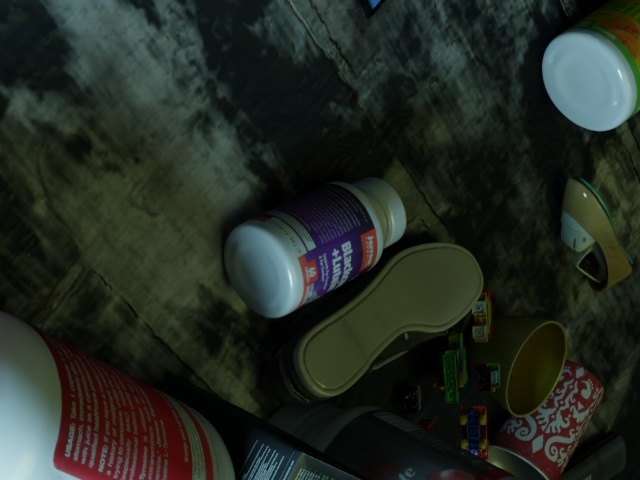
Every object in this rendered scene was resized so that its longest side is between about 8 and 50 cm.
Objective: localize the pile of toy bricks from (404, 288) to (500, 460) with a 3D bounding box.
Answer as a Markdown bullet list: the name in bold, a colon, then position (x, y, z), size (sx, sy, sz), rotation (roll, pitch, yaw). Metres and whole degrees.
- **pile of toy bricks**: position (0.173, 0.166, 2.057), size (0.105, 0.118, 0.212), rotation (-28, 117, -75)

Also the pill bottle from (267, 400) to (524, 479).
- **pill bottle**: position (0.080, 0.291, 1.816), size (0.176, 0.318, 0.176), rotation (-26, 127, -40)

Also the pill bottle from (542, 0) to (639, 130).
- **pill bottle**: position (0.407, -0.251, 2.064), size (0.245, 0.136, 0.136), rotation (-35, 133, -34)

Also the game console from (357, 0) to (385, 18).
- **game console**: position (0.088, -0.304, 1.714), size (0.071, 0.107, 0.122), rotation (45, 71, -21)

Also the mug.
- **mug**: position (0.308, 0.259, 2.271), size (0.113, 0.150, 0.169), rotation (42, 67, -14)

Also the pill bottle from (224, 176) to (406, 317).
- **pill bottle**: position (0.000, 0.000, 1.737), size (0.193, 0.108, 0.108), rotation (-27, 128, -39)

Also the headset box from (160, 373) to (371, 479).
- **headset box**: position (-0.107, 0.297, 1.642), size (0.131, 0.283, 0.246), rotation (31, 83, -37)

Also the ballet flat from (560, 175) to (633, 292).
- **ballet flat**: position (0.370, 0.001, 2.209), size (0.073, 0.080, 0.232), rotation (-43, 138, -4)

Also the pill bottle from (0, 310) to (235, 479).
- **pill bottle**: position (-0.270, 0.194, 1.421), size (0.407, 0.229, 0.229), rotation (37, 80, -52)

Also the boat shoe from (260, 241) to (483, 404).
- **boat shoe**: position (0.058, 0.093, 1.889), size (0.335, 0.095, 0.112), rotation (-30, 95, -42)

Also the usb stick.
- **usb stick**: position (0.369, 0.369, 2.425), size (0.278, 0.045, 0.077), rotation (-25, 127, -40)

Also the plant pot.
- **plant pot**: position (0.247, 0.152, 2.122), size (0.134, 0.095, 0.134), rotation (-28, 129, -40)
